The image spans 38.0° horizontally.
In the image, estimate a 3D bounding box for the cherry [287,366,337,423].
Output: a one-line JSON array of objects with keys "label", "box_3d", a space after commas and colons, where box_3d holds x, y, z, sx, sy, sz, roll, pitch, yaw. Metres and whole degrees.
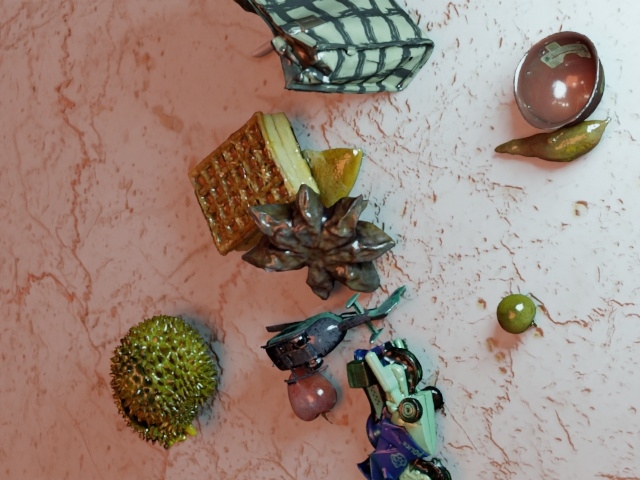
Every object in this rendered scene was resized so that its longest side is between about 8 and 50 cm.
[{"label": "cherry", "box_3d": [-0.024, 0.330, 1.977, 0.126, 0.087, 0.106, 35, 111, 24]}]

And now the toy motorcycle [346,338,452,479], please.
[{"label": "toy motorcycle", "box_3d": [0.147, 0.364, 1.842, 0.196, 0.125, 0.331, -13, 92, 36]}]

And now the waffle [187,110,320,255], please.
[{"label": "waffle", "box_3d": [-0.147, -0.120, 1.972, 0.308, 0.091, 0.213, -33, 77, 45]}]

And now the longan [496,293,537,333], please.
[{"label": "longan", "box_3d": [0.361, 0.136, 1.688, 0.083, 0.075, 0.075, 24, 117, -13]}]

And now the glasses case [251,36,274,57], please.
[{"label": "glasses case", "box_3d": [-0.113, -0.412, 1.973, 0.083, 0.032, 0.021, -25, 78, 37]}]

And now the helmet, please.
[{"label": "helmet", "box_3d": [0.416, -0.249, 1.554, 0.155, 0.106, 0.175, -20, 59, 36]}]

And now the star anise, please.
[{"label": "star anise", "box_3d": [-0.011, 0.012, 1.846, 0.315, 0.315, 0.108, -46, 26, 31]}]

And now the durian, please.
[{"label": "durian", "box_3d": [-0.375, 0.320, 2.149, 0.258, 0.258, 0.293, 14, 115, 34]}]

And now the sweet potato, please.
[{"label": "sweet potato", "box_3d": [0.401, -0.162, 1.613, 0.226, 0.068, 0.068, -11, 90, 41]}]

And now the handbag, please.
[{"label": "handbag", "box_3d": [-0.003, -0.412, 1.713, 0.325, 0.327, 0.162, 50, 126, 22]}]

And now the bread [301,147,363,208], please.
[{"label": "bread", "box_3d": [0.018, -0.123, 1.907, 0.154, 0.054, 0.136, 5, 102, 38]}]

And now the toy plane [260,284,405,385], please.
[{"label": "toy plane", "box_3d": [0.009, 0.186, 1.897, 0.381, 0.155, 0.106, -26, 105, 38]}]
